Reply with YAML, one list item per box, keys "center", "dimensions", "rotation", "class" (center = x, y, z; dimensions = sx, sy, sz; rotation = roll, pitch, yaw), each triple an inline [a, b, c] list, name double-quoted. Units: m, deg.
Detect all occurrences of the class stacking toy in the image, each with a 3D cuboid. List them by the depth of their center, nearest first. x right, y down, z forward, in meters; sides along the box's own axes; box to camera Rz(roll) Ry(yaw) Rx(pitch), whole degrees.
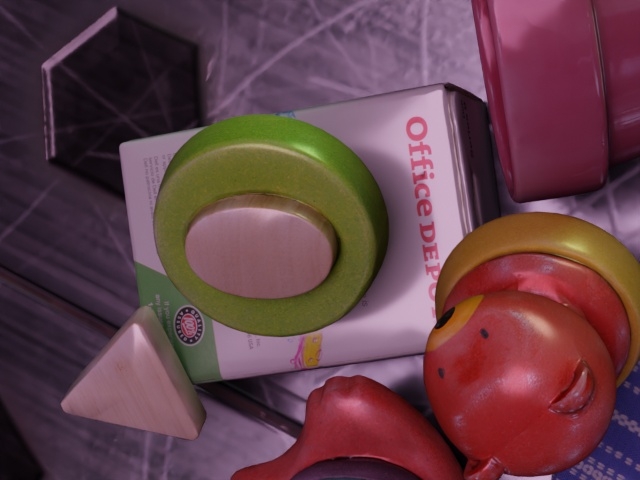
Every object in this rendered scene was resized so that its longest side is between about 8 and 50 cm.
- center: [0.001, 0.098, 1.029]
  dimensions: [0.279, 0.130, 0.309]
  rotation: [28, 122, -5]
  class: "stacking toy"

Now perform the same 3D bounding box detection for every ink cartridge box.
- center: [0.000, 0.000, 1.137]
  dimensions: [0.212, 0.093, 0.154]
  rotation: [-10, 85, 20]
  class: "ink cartridge box"

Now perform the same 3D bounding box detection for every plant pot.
- center: [0.178, -0.133, 1.042]
  dimensions: [0.180, 0.201, 0.201]
  rotation: [-10, 84, 2]
  class: "plant pot"

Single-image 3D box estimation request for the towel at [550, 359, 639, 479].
- center: [0.242, 0.167, 1.038]
  dimensions: [0.243, 0.040, 0.336]
  rotation: [30, 108, 26]
  class: "towel"
